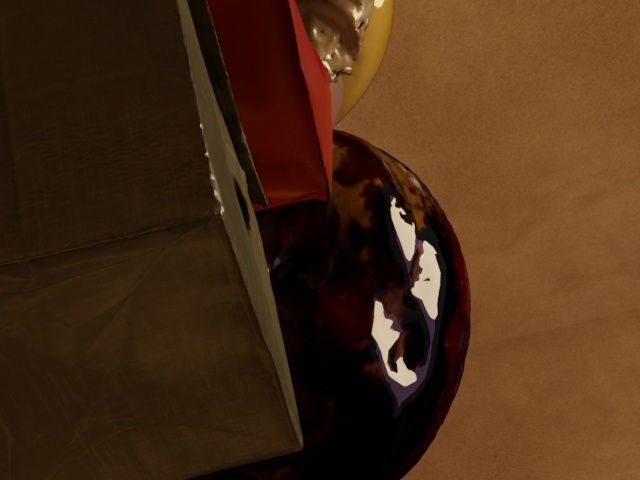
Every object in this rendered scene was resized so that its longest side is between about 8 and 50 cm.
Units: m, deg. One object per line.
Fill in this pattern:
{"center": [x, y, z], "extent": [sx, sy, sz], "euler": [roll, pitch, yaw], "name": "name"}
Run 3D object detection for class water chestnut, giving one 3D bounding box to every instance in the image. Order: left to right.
{"center": [-0.023, 0.065, 1.104], "extent": [0.244, 0.289, 0.289], "euler": [-126, -158, -71], "name": "water chestnut"}

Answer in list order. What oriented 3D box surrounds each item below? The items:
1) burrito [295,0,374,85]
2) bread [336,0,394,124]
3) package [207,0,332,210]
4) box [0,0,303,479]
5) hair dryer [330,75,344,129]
{"center": [-0.066, -0.148, 1.148], "extent": [0.107, 0.175, 0.348], "euler": [46, -16, -22], "name": "burrito"}
{"center": [-0.095, -0.245, 1.635], "extent": [0.424, 0.245, 0.329], "euler": [-167, -123, -73], "name": "bread"}
{"center": [-0.109, -0.128, 0.766], "extent": [0.423, 0.196, 0.123], "euler": [75, -2, -61], "name": "package"}
{"center": [-0.101, -0.003, 0.679], "extent": [0.231, 0.155, 0.149], "euler": [79, -1, -61], "name": "box"}
{"center": [0.000, 0.000, 1.367], "extent": [0.352, 0.125, 0.210], "euler": [41, 61, -36], "name": "hair dryer"}
